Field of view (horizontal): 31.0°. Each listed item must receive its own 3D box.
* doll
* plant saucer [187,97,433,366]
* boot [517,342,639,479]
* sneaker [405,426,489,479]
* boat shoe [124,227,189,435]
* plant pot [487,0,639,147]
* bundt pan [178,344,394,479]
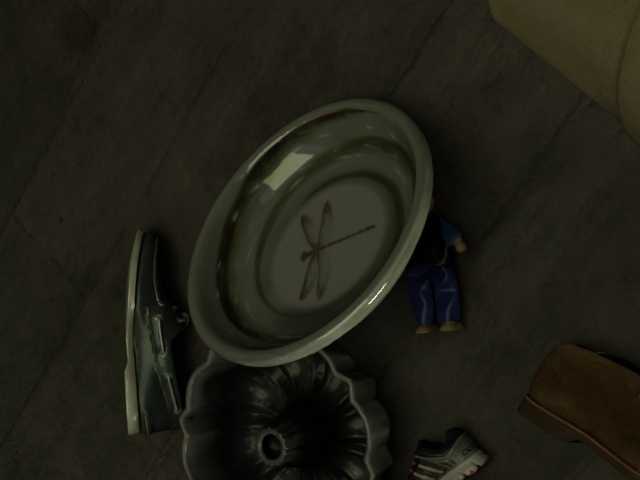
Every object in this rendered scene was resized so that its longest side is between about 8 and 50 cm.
[{"bbox_3d":[0.139,0.027,1.532,0.129,0.046,0.189,-8,89,33],"label":"doll"},{"bbox_3d":[0.000,0.000,1.534,0.400,0.100,0.401,-26,45,29],"label":"plant saucer"},{"bbox_3d":[0.382,0.219,1.350,0.305,0.112,0.115,28,97,32],"label":"boot"},{"bbox_3d":[0.142,0.305,1.538,0.170,0.063,0.075,-38,72,24],"label":"sneaker"},{"bbox_3d":[-0.254,0.141,1.795,0.099,0.116,0.320,1,85,-9],"label":"boat shoe"},{"bbox_3d":[0.352,-0.271,1.236,0.305,0.333,0.334,41,114,38],"label":"plant pot"},{"bbox_3d":[-0.035,0.276,1.618,0.330,0.124,0.331,3,95,34],"label":"bundt pan"}]
